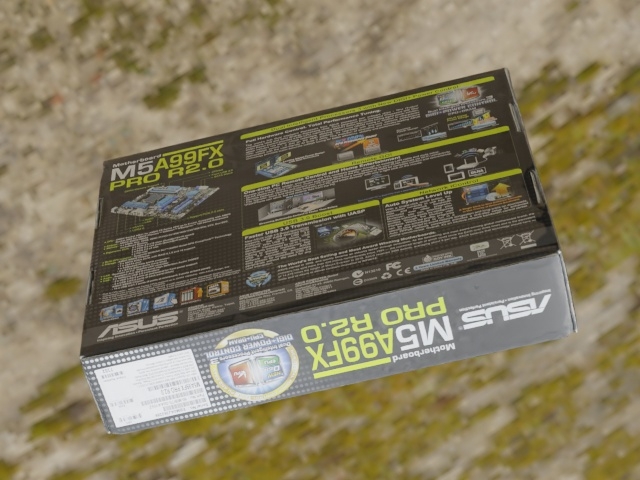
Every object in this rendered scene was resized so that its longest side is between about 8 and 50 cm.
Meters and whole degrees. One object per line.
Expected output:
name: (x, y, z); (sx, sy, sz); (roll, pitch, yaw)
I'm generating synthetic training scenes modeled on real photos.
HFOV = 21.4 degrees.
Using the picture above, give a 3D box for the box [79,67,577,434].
box: (0.000, 0.000, 0.999); (0.270, 0.216, 0.060); (-13, 122, 5)
